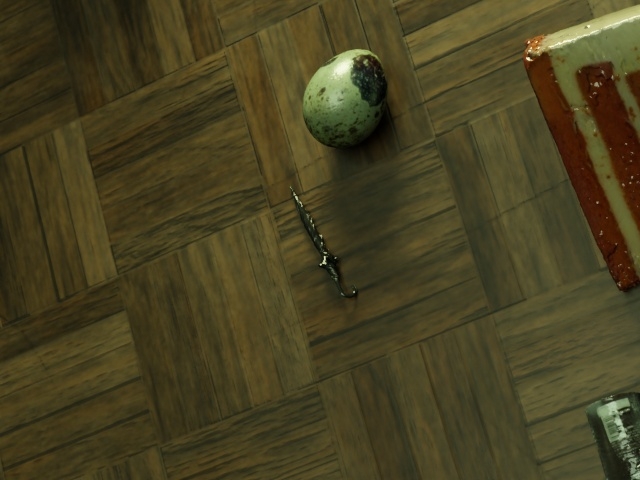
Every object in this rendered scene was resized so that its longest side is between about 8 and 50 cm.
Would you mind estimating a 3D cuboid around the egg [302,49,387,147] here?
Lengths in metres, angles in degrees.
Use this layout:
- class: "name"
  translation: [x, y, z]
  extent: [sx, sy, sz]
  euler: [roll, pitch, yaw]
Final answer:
- class: "egg"
  translation: [0.028, -0.149, 1.897]
  extent: [0.085, 0.085, 0.110]
  euler: [30, 81, 28]

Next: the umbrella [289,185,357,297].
- class: "umbrella"
  translation: [-0.004, 0.002, 1.916]
  extent: [0.022, 0.022, 0.149]
  euler: [-21, 63, -25]

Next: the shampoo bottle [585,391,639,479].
- class: "shampoo bottle"
  translation: [0.305, 0.245, 1.686]
  extent: [0.057, 0.063, 0.207]
  euler: [-29, 68, 30]

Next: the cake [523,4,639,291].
- class: "cake"
  translation: [0.299, -0.104, 1.713]
  extent: [0.158, 0.159, 0.262]
  euler: [-21, 72, 17]
